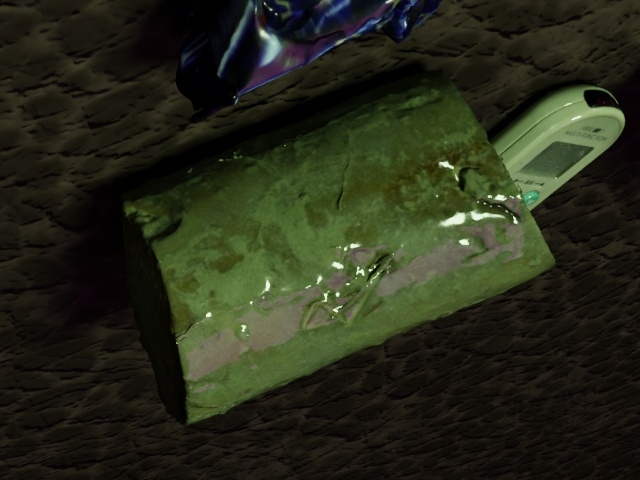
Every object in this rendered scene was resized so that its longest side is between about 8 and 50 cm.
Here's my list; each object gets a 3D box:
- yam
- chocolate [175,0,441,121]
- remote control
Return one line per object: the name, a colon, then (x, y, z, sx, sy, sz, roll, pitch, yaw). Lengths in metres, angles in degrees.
yam: (0.000, 0.000, 1.061, 0.268, 0.161, 0.161, -21, 155, -3)
chocolate: (0.048, -0.161, 0.830, 0.126, 0.148, 0.343, 36, 133, -16)
remote control: (0.127, -0.041, 1.220, 0.078, 0.042, 0.221, 6, 141, -45)
